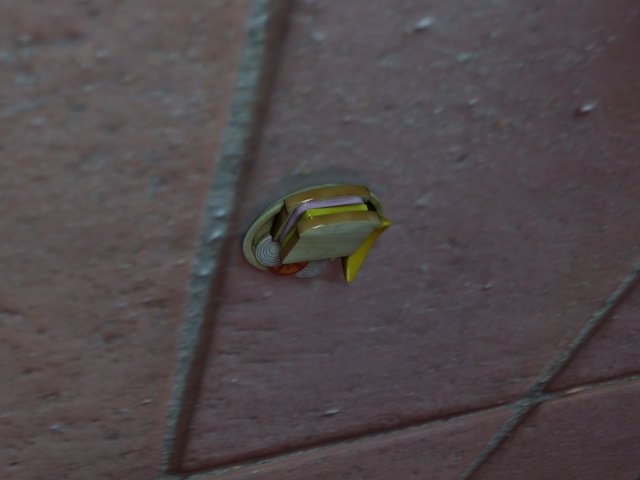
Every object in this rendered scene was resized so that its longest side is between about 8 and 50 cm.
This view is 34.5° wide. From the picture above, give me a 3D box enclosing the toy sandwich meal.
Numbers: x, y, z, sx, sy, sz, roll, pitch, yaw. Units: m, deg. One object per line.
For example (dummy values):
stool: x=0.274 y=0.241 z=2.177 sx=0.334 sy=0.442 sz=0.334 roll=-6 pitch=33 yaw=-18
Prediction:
toy sandwich meal: x=0.000 y=0.000 z=0.535 sx=0.086 sy=0.029 sz=0.085 roll=-15 pitch=150 yaw=-9
